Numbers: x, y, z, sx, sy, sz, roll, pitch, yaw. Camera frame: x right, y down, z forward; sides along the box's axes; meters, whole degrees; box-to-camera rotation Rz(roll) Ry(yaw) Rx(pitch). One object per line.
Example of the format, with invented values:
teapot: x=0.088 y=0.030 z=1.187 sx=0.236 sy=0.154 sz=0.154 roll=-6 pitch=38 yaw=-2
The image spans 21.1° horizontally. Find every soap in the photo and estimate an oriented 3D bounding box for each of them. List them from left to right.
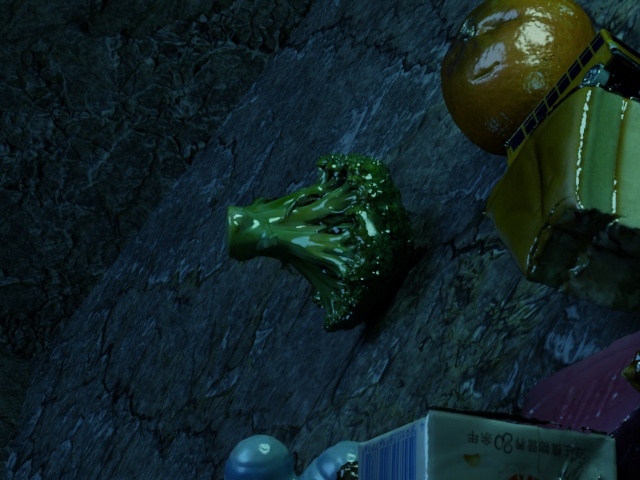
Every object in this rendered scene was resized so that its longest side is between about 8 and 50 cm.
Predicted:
soap: x=0.280 y=0.174 z=1.583 sx=0.250 sy=0.099 sz=0.162 roll=-37 pitch=21 yaw=50

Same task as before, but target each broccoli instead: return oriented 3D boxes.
broccoli: x=0.000 y=0.000 z=2.363 sx=0.269 sy=0.269 sz=0.254 roll=-179 pitch=92 yaw=-70

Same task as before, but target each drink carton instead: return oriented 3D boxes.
drink carton: x=0.137 y=0.313 z=1.414 sx=0.132 sy=0.194 sz=0.324 roll=144 pitch=132 yaw=-58

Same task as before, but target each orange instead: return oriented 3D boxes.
orange: x=0.250 y=-0.218 z=2.183 sx=0.224 sy=0.170 sz=0.224 roll=-53 pitch=18 yaw=25

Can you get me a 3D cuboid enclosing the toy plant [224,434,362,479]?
toy plant: x=-0.040 y=0.359 z=1.948 sx=0.332 sy=0.247 sz=0.247 roll=-50 pitch=19 yaw=13

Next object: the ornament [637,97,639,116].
ornament: x=0.359 y=-0.066 z=1.591 sx=0.153 sy=0.196 sz=0.166 roll=-53 pitch=17 yaw=16

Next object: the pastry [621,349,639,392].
pastry: x=0.382 y=0.079 z=1.358 sx=0.237 sy=0.170 sz=0.256 roll=-41 pitch=10 yaw=-9

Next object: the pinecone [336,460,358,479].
pinecone: x=0.072 y=0.323 z=1.768 sx=0.186 sy=0.168 sz=0.212 roll=-35 pitch=40 yaw=1

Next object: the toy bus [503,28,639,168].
toy bus: x=0.307 y=-0.138 z=2.013 sx=0.201 sy=0.098 sz=0.114 roll=-52 pitch=18 yaw=21

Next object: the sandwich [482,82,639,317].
sandwich: x=0.273 y=-0.010 z=1.782 sx=0.227 sy=0.155 sz=0.198 roll=126 pitch=160 yaw=-50
